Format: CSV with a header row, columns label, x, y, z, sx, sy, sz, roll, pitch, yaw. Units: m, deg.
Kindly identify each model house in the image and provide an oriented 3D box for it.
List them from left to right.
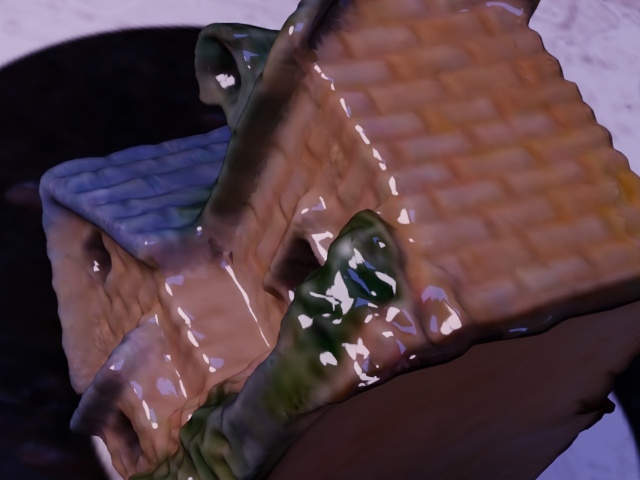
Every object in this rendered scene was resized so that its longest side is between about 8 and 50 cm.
label,x,y,z,sx,sy,sz,roll,pitch,yaw
model house,0.000,0.000,0.531,0.166,0.183,0.172,-11,63,-32
